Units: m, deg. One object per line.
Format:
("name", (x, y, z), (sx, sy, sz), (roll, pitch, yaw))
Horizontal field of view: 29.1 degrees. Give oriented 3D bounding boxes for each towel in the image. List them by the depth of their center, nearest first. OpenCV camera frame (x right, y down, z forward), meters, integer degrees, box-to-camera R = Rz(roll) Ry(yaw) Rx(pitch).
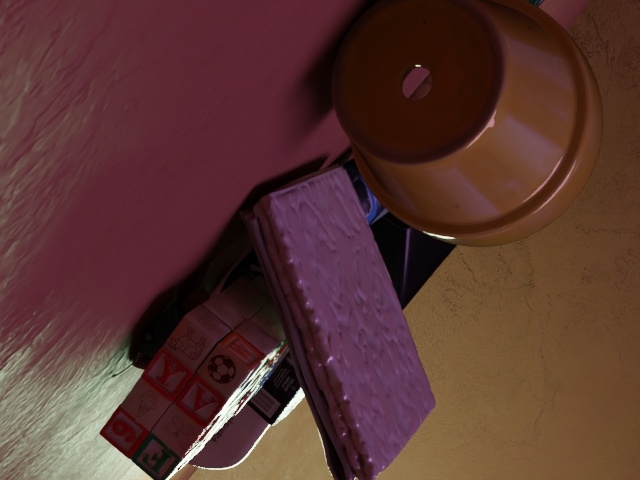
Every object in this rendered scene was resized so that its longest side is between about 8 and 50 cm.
("towel", (0.028, 0.084, 1.416), (0.053, 0.332, 0.317), (-19, -177, 20))

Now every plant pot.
("plant pot", (0.126, -0.131, 1.185), (0.254, 0.254, 0.239), (-52, 158, 10))
("plant pot", (0.104, -0.042, 1.840), (0.187, 0.188, 0.167), (-48, 162, -27))

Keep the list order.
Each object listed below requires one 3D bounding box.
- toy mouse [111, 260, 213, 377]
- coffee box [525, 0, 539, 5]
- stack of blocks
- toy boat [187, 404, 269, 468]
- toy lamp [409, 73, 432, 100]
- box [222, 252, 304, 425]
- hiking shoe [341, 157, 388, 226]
("toy mouse", (-0.172, 0.113, 1.353), (0.143, 0.031, 0.161), (-46, 173, -39))
("coffee box", (0.382, -0.445, 2.074), (0.184, 0.040, 0.113), (-46, 173, -36))
("stack of blocks", (-0.106, 0.131, 1.372), (0.171, 0.087, 0.297), (-53, 174, 20))
("toy boat", (-0.160, 0.252, 1.960), (0.231, 0.151, 0.151), (-54, -158, 31))
("toy lamp", (0.167, -0.223, 1.635), (0.275, 0.080, 0.080), (-48, 174, -7))
("box", (-0.047, 0.112, 1.655), (0.142, 0.163, 0.247), (-45, 173, -33))
("hiking shoe", (0.000, 0.000, 1.714), (0.132, 0.113, 0.304), (-25, 148, -52))
